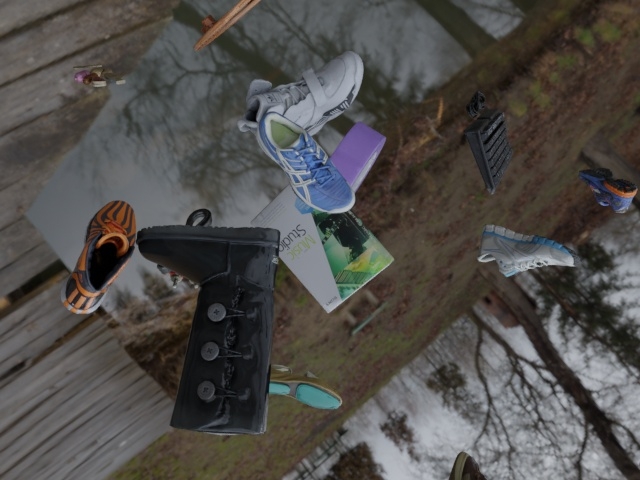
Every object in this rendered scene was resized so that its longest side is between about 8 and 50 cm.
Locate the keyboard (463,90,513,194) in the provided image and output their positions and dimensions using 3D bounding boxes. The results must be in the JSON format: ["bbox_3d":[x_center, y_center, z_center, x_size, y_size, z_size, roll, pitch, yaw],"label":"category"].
[{"bbox_3d":[0.206,-0.128,0.729,0.023,0.108,0.180,-20,-170,28],"label":"keyboard"}]

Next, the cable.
[{"bbox_3d":[-0.351,0.022,1.602,0.140,0.287,0.072,-12,124,2],"label":"cable"}]

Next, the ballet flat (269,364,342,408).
[{"bbox_3d":[-0.059,0.332,1.414,0.073,0.232,0.080,-79,-175,-49],"label":"ballet flat"}]

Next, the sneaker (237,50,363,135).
[{"bbox_3d":[-0.059,-0.388,1.631,0.366,0.137,0.210,-40,153,24],"label":"sneaker"}]

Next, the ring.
[{"bbox_3d":[-0.114,-0.470,1.114,0.337,0.032,0.336,-36,-161,15],"label":"ring"}]

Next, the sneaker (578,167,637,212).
[{"bbox_3d":[0.797,-0.144,1.700,0.083,0.087,0.221,-5,-153,-5],"label":"sneaker"}]

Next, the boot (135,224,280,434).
[{"bbox_3d":[-0.273,0.194,1.343,0.367,0.445,0.146,0,170,21],"label":"boot"}]

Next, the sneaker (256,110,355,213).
[{"bbox_3d":[-0.028,-0.124,0.977,0.080,0.211,0.081,-46,177,-8],"label":"sneaker"}]

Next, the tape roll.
[{"bbox_3d":[0.075,-0.195,1.698,0.274,0.090,0.275,-57,177,-5],"label":"tape roll"}]

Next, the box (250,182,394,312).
[{"bbox_3d":[0.000,0.000,1.552,0.232,0.322,0.058,-42,179,29],"label":"box"}]

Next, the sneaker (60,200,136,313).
[{"bbox_3d":[-0.473,0.007,1.381,0.180,0.125,0.321,-39,-146,41],"label":"sneaker"}]

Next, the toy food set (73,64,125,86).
[{"bbox_3d":[-0.435,-0.314,1.168,0.078,0.122,0.019,-16,126,-30],"label":"toy food set"}]

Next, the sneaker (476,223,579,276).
[{"bbox_3d":[0.364,0.032,1.074,0.071,0.191,0.082,30,81,-40],"label":"sneaker"}]

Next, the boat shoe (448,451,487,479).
[{"bbox_3d":[0.337,0.583,1.347,0.123,0.123,0.342,-71,164,5],"label":"boat shoe"}]
